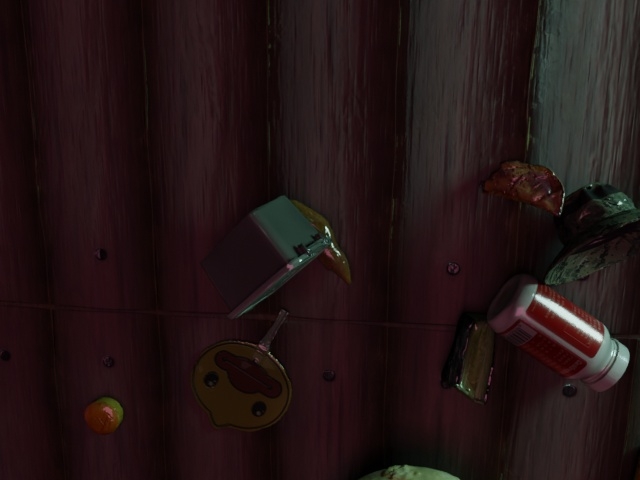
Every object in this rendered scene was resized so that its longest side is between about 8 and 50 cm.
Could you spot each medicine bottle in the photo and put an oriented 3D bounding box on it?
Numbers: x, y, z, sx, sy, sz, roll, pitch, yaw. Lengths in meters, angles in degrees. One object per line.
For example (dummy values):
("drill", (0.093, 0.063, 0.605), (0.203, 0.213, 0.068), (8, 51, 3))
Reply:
("medicine bottle", (0.454, 0.178, 1.223), (0.250, 0.131, 0.131), (34, 105, -2))

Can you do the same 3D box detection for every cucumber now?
("cucumber", (0.295, 0.240, 1.286), (0.115, 0.086, 0.193), (1, 106, -38))

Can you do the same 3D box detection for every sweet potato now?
("sweet potato", (0.002, -0.002, 1.281), (0.065, 0.051, 0.218), (-38, 96, 10))

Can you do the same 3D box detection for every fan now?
("fan", (-0.154, 0.287, 1.389), (0.229, 0.011, 0.335), (31, 107, 0))

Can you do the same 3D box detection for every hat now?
("hat", (0.502, -0.029, 1.157), (0.265, 0.265, 0.128), (-25, 63, 12))

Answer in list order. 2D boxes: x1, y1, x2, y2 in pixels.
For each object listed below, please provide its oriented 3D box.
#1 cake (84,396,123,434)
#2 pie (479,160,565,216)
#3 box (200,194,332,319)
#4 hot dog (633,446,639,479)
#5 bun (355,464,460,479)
("cake", (-0.491, 0.397, 1.441), (0.084, 0.044, 0.084), (1, 103, 5))
("pie", (0.383, -0.105, 1.189), (0.170, 0.034, 0.092), (20, 79, 37))
("box", (-0.113, 0.029, 1.229), (0.243, 0.163, 0.135), (-40, 85, 36))
("hot dog", (0.685, 0.545, 1.309), (0.068, 0.083, 0.289), (-8, 105, -30))
("bun", (0.197, 0.621, 1.323), (0.364, 0.202, 0.364), (3, 100, 15))
